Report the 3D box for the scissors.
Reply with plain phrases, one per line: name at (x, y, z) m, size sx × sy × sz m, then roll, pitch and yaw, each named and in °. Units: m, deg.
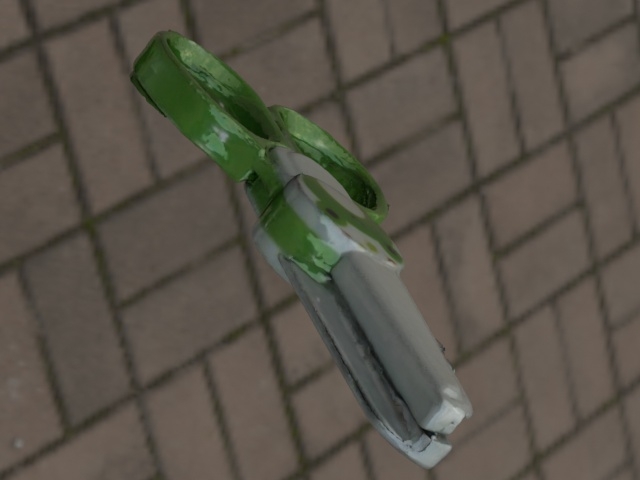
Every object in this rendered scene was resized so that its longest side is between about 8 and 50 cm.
scissors at (0.000, 0.000, 0.571) m, size 0.101 × 0.204 × 0.027 m, roll 30°, pitch 106°, yaw -30°
